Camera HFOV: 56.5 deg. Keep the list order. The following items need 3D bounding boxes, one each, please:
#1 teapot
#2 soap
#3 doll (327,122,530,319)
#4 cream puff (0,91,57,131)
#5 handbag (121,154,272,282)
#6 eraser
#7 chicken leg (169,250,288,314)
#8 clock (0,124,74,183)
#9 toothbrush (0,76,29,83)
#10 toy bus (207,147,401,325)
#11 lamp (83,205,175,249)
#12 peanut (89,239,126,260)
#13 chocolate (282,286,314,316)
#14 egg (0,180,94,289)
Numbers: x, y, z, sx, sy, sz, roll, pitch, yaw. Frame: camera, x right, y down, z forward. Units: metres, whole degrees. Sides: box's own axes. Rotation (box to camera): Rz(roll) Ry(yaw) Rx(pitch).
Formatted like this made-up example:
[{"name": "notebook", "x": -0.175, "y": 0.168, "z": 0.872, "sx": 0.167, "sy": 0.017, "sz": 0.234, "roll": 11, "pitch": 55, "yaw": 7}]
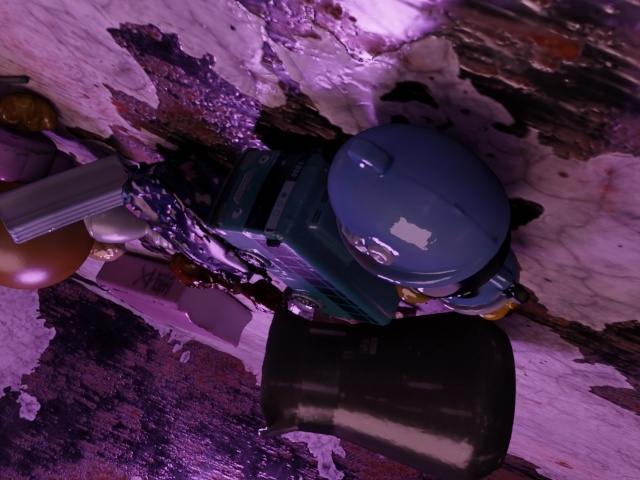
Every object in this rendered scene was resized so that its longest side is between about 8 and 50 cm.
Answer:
[{"name": "teapot", "x": 0.095, "y": 0.200, "z": 0.906, "sx": 0.344, "sy": 0.300, "sz": 0.253, "roll": 8, "pitch": 122, "yaw": 3}, {"name": "soap", "x": -0.418, "y": -0.067, "z": 0.978, "sx": 0.066, "sy": 0.198, "sz": 0.119, "roll": 65, "pitch": 156, "yaw": -1}, {"name": "doll", "x": 0.108, "y": -0.008, "z": 0.577, "sx": 0.177, "sy": 0.141, "sz": 0.314, "roll": 30, "pitch": 172, "yaw": 41}, {"name": "cream puff", "x": -0.444, "y": -0.196, "z": 0.902, "sx": 0.083, "sy": 0.083, "sz": 0.058, "roll": 25, "pitch": 118, "yaw": 34}, {"name": "handbag", "x": -0.173, "y": -0.031, "z": 0.899, "sx": 0.162, "sy": 0.113, "sz": 0.260, "roll": -6, "pitch": 143, "yaw": 44}, {"name": "eraser", "x": -0.403, "y": 0.157, "z": 1.635, "sx": 0.359, "sy": 0.122, "sz": 0.272, "roll": 11, "pitch": 157, "yaw": 38}, {"name": "chicken leg", "x": -0.182, "y": 0.079, "z": 1.190, "sx": 0.305, "sy": 0.093, "sz": 0.113, "roll": 18, "pitch": 169, "yaw": 34}, {"name": "clock", "x": -0.546, "y": -0.165, "z": 0.951, "sx": 0.248, "sy": 0.090, "sz": 0.227, "roll": 26, "pitch": -173, "yaw": 4}, {"name": "toothbrush", "x": -0.481, "y": -0.239, "z": 0.895, "sx": 0.167, "sy": 0.011, "sz": 0.014, "roll": 11, "pitch": 160, "yaw": 36}, {"name": "toy bus", "x": 0.000, "y": 0.000, "z": 0.747, "sx": 0.147, "sy": 0.128, "sz": 0.256, "roll": 5, "pitch": 154, "yaw": 41}, {"name": "lamp", "x": -0.356, "y": -0.035, "z": 1.133, "sx": 0.193, "sy": 0.106, "sz": 0.106, "roll": 15, "pitch": 159, "yaw": 7}, {"name": "peanut", "x": -0.569, "y": 0.001, "z": 1.483, "sx": 0.214, "sy": 0.090, "sz": 0.098, "roll": 13, "pitch": 144, "yaw": 33}, {"name": "chocolate", "x": -0.027, "y": 0.106, "z": 1.120, "sx": 0.072, "sy": 0.072, "sz": 0.167, "roll": 30, "pitch": 158, "yaw": -12}, {"name": "egg", "x": -0.597, "y": -0.029, "z": 1.211, "sx": 0.250, "sy": 0.250, "sz": 0.323, "roll": 39, "pitch": 165, "yaw": -31}]
